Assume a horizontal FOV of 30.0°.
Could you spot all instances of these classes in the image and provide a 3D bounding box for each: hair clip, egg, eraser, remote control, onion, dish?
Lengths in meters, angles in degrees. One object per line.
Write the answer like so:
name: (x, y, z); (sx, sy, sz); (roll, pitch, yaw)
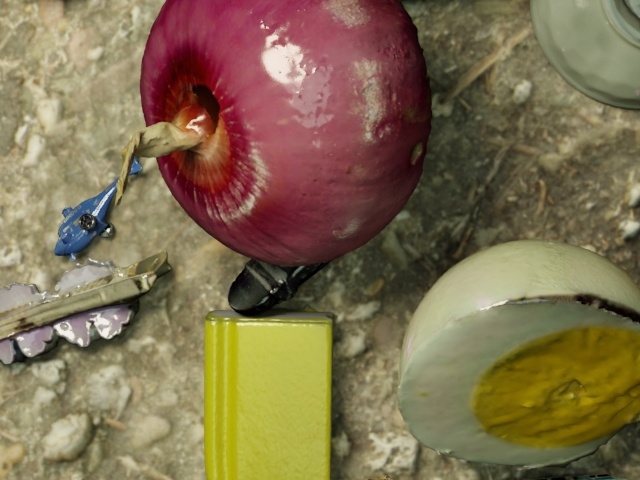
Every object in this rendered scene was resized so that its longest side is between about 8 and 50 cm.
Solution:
hair clip: (-0.316, 0.086, 1.464); (0.292, 0.084, 0.106); (-18, 99, 8)
egg: (0.231, 0.107, 1.381); (0.337, 0.201, 0.337); (-3, 136, -3)
eraser: (-0.063, 0.194, 1.467); (0.158, 0.069, 0.226); (1, 94, 4)
remote control: (0.000, 0.000, 1.443); (0.266, 0.090, 0.066); (-43, 122, 1)
onion: (-0.064, -0.157, 1.289); (0.345, 0.358, 0.358); (17, 97, -35)
dish: (0.390, -0.293, 1.388); (0.303, 0.120, 0.303); (0, 96, 2)

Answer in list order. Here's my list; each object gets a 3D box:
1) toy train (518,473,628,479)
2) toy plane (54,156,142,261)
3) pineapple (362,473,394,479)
toy train: (0.280, 0.319, 1.482); (0.207, 0.047, 0.043); (-5, 99, 1)
toy plane: (-0.273, -0.045, 1.465); (0.167, 0.054, 0.062); (-48, 67, 5)
pineapple: (0.073, 0.380, 1.447); (0.176, 0.137, 0.161); (-3, 95, 3)
